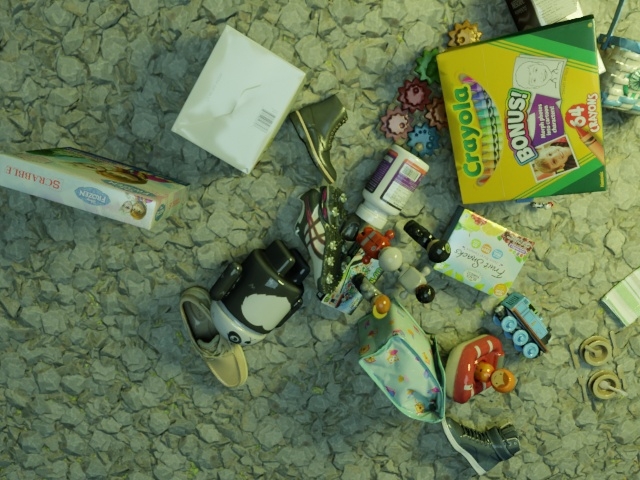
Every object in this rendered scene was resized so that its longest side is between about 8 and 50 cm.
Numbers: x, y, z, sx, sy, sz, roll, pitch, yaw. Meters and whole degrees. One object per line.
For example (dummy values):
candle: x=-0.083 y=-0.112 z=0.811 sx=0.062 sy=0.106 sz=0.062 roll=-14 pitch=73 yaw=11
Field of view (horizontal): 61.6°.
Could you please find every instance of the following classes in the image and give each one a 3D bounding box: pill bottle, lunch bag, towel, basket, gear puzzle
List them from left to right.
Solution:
pill bottle: x=0.171 y=-0.128 z=1.321 sx=0.108 sy=0.108 sz=0.193 roll=32 pitch=101 yaw=-8
lunch bag: x=0.224 y=0.308 z=1.362 sx=0.160 sy=0.223 sz=0.262 roll=-40 pitch=101 yaw=15
gear puzzle: x=0.291 y=-0.369 z=1.300 sx=0.175 sy=0.044 sz=0.339 roll=30 pitch=101 yaw=-7
towel: x=0.845 y=0.147 z=1.437 sx=0.152 sy=0.023 sz=0.113 roll=-43 pitch=101 yaw=8
basket: x=0.761 y=-0.429 z=1.212 sx=0.255 sy=0.201 sz=0.289 roll=13 pitch=112 yaw=-3

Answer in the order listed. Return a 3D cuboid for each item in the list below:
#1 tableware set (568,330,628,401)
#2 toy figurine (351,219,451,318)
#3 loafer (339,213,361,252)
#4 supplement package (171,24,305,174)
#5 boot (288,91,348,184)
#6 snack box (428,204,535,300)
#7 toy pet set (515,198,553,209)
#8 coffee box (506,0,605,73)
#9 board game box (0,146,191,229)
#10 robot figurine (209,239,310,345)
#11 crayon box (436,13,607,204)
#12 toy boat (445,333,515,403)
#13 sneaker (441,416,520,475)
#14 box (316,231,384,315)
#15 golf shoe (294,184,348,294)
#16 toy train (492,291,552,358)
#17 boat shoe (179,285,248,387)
tableware set: x=0.774 y=0.355 z=1.475 sx=0.128 sy=0.039 sz=0.194 roll=-19 pitch=102 yaw=4
toy figurine: x=0.193 y=0.069 z=1.301 sx=0.213 sy=0.148 sz=0.209 roll=-8 pitch=122 yaw=-26
loafer: x=0.063 y=0.003 z=1.378 sx=0.056 sy=0.050 sz=0.148 roll=15 pitch=102 yaw=-4
supplement package: x=-0.182 y=-0.321 z=1.252 sx=0.204 sy=0.145 sz=0.262 roll=30 pitch=101 yaw=-7
boot: x=0.027 y=-0.250 z=1.312 sx=0.137 sy=0.077 sz=0.198 roll=-28 pitch=103 yaw=0
snack box: x=0.412 y=0.032 z=1.381 sx=0.207 sy=0.070 sz=0.174 roll=26 pitch=101 yaw=-5
toy pet set: x=0.547 y=-0.136 z=1.346 sx=0.114 sy=0.065 sz=0.122 roll=-2 pitch=102 yaw=0
coffee box: x=0.535 y=-0.475 z=1.231 sx=0.098 sy=0.141 sz=0.246 roll=-27 pitch=101 yaw=6
board game box: x=-0.484 y=-0.128 z=1.205 sx=0.319 sy=0.318 sz=0.066 roll=17 pitch=102 yaw=-5
robot figurine: x=-0.151 y=0.135 z=1.342 sx=0.209 sy=0.173 sz=0.278 roll=41 pitch=99 yaw=-3
crayon box: x=0.454 y=-0.276 z=1.204 sx=0.313 sy=0.106 sz=0.363 roll=-5 pitch=114 yaw=27
toy boat: x=0.420 y=0.339 z=1.366 sx=0.231 sy=0.151 sz=0.151 roll=-9 pitch=108 yaw=-43
sneaker: x=0.447 y=0.534 z=1.480 sx=0.163 sy=0.086 sz=0.226 roll=-36 pitch=111 yaw=18
box: x=0.093 y=0.088 z=1.382 sx=0.114 sy=0.036 sz=0.207 roll=28 pitch=103 yaw=-35
golf shoe: x=0.000 y=0.000 z=1.327 sx=0.120 sy=0.105 sz=0.273 roll=-4 pitch=75 yaw=28
toy train: x=0.542 y=0.229 z=1.425 sx=0.105 sy=0.080 sz=0.184 roll=-41 pitch=100 yaw=2
boat shoe: x=-0.286 y=0.269 z=1.409 sx=0.109 sy=0.098 sz=0.302 roll=-22 pitch=102 yaw=4
